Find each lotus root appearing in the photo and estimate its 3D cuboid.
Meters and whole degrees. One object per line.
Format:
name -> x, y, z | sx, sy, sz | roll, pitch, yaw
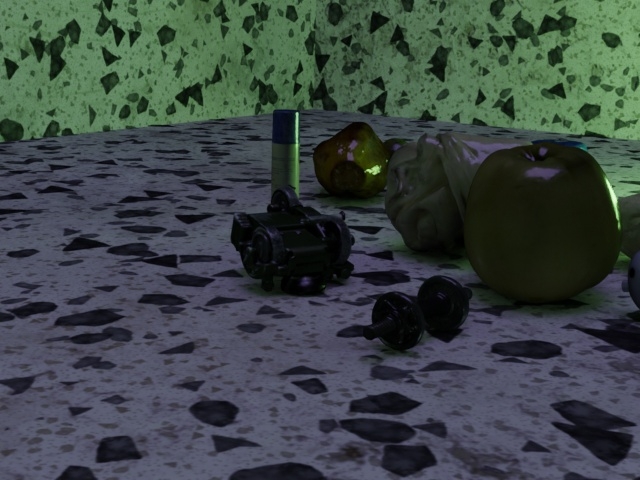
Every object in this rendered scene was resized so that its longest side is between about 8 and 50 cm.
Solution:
lotus root -> 0.078, -0.178, 2.374 | 0.193, 0.193, 0.291 | 3, 10, 4

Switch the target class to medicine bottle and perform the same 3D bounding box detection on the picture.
medicine bottle -> -0.072, -0.151, 2.055 | 0.059, 0.231, 0.059 | 2, 13, 0

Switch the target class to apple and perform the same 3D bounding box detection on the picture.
apple -> 0.348, -0.028, 1.572 | 0.262, 0.263, 0.262 | 2, 13, 0

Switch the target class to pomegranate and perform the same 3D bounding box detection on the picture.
pomegranate -> 0.208, -0.205, 2.638 | 0.142, 0.115, 0.114 | 26, 1, -28

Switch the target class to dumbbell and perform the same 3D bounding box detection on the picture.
dumbbell -> 0.136, 0.096, 1.347 | 0.081, 0.082, 0.254 | 11, 16, 36

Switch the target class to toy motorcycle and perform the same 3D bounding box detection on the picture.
toy motorcycle -> -0.060, 0.004, 1.653 | 0.205, 0.127, 0.275 | -7, 22, -30

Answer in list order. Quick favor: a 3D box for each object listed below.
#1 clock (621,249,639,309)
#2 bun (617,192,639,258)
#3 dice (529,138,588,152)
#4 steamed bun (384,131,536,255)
clock -> 0.558, 0.054, 1.429 | 0.253, 0.189, 0.189 | 4, 12, 31
bun -> 0.614, -0.029, 1.787 | 0.220, 0.134, 0.220 | -12, -4, -1
dice -> 0.559, -0.166, 2.396 | 0.143, 0.147, 0.146 | 10, 16, 39
steamed bun -> 0.253, -0.072, 1.831 | 0.275, 0.206, 0.320 | 13, -14, -5
